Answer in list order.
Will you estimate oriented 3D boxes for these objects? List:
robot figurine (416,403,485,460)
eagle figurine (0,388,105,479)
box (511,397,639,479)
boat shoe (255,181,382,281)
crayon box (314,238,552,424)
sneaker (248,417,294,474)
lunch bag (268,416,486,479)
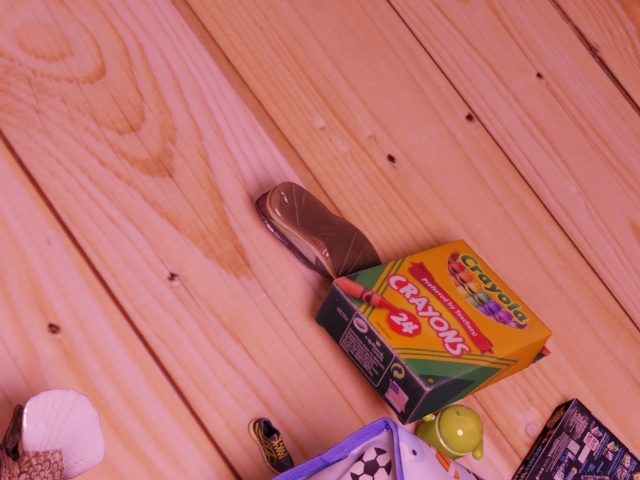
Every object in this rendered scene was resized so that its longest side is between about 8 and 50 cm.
[{"bbox_3d":[0.174,0.261,1.356,0.101,0.115,0.067,38,54,-4],"label":"robot figurine"},{"bbox_3d":[-0.306,0.303,0.981,0.226,0.298,0.225,-9,112,-17],"label":"eagle figurine"},{"bbox_3d":[0.369,0.362,1.444,0.175,0.051,0.220,44,54,-1],"label":"box"},{"bbox_3d":[-0.001,0.000,1.427,0.223,0.073,0.080,42,66,-25],"label":"boat shoe"},{"bbox_3d":[0.176,0.110,1.402,0.318,0.081,0.202,-16,54,-41],"label":"crayon box"},{"bbox_3d":[-0.060,0.262,1.284,0.031,0.035,0.083,-35,84,-35],"label":"sneaker"},{"bbox_3d":[0.112,0.441,1.064,0.327,0.239,0.386,34,30,-41],"label":"lunch bag"}]
